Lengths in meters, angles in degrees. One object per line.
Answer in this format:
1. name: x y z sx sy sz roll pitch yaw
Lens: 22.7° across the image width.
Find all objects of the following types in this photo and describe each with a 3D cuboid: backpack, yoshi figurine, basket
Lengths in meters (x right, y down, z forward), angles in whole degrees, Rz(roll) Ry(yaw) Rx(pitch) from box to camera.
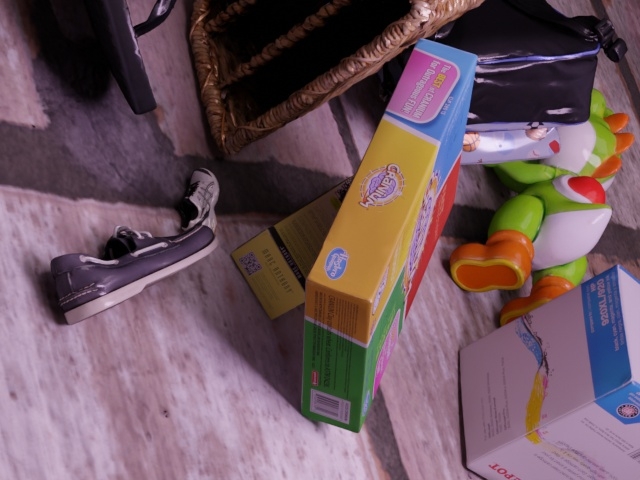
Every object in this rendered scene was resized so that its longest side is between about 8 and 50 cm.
1. backpack: 0.187 -0.218 1.928 0.276 0.213 0.263 -1 36 -16
2. yoshi figurine: 0.270 -0.047 2.038 0.203 0.203 0.362 19 52 10
3. basket: -0.006 -0.264 1.667 0.213 0.299 0.223 58 33 -2

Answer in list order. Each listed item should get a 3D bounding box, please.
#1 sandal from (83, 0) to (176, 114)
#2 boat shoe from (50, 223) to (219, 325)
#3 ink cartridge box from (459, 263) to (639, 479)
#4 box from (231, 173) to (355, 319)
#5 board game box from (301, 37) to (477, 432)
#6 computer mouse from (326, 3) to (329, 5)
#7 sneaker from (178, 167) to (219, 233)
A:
1. sandal: -0.206 -0.337 1.568 0.167 0.107 0.446 92 -18 -69
2. boat shoe: -0.167 0.012 1.448 0.206 0.075 0.065 -30 93 -52
3. ink cartridge box: 0.297 0.176 1.796 0.171 0.233 0.168 35 38 -33
4. box: 0.000 0.000 1.694 0.087 0.058 0.232 58 34 -3
5. board game box: 0.067 -0.005 1.572 0.064 0.242 0.316 18 56 11
6. computer mouse: 0.008 -0.273 1.930 0.193 0.042 0.106 22 48 -44
7. sneaker: -0.123 -0.041 1.585 0.037 0.032 0.083 27 45 -40
